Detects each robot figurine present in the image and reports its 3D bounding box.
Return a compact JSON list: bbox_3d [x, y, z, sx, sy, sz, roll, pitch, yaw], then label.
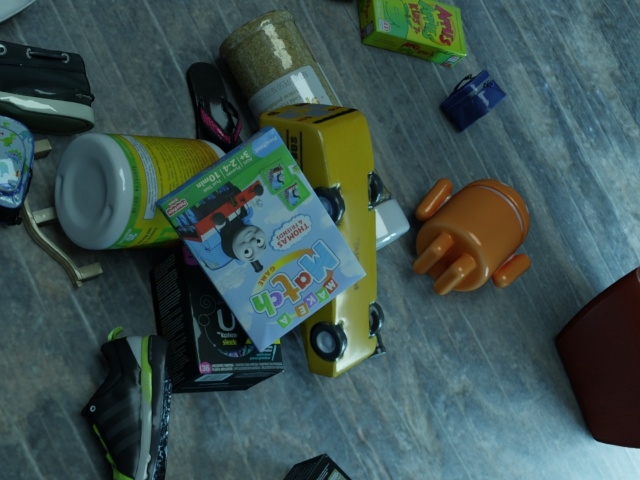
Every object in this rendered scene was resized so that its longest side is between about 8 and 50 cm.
[{"bbox_3d":[0.226,-0.011,1.640,0.219,0.158,0.128,-40,133,-39],"label":"robot figurine"}]

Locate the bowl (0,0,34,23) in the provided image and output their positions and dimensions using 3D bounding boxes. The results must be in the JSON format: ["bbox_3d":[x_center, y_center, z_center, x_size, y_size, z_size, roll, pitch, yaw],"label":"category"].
[{"bbox_3d":[-0.441,-0.320,1.369,0.142,0.053,0.142,52,51,-5],"label":"bowl"}]

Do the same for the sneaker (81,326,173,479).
[{"bbox_3d":[-0.228,0.218,1.278,0.097,0.084,0.235,2,68,2],"label":"sneaker"}]

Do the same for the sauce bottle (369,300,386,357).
[{"bbox_3d":[0.061,0.099,1.532,0.042,0.042,0.128,-5,71,-36],"label":"sauce bottle"}]

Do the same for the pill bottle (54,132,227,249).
[{"bbox_3d":[-0.189,-0.059,1.360,0.245,0.136,0.136,-2,71,-47],"label":"pill bottle"}]

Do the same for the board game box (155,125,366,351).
[{"bbox_3d":[-0.066,-0.001,1.287,0.160,0.039,0.211,-36,108,-10],"label":"board game box"}]

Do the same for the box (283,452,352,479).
[{"bbox_3d":[-0.010,0.378,1.337,0.147,0.077,0.180,46,51,-9],"label":"box"}]

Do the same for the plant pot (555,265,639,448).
[{"bbox_3d":[0.526,0.181,1.689,0.267,0.235,0.267,-11,76,-37],"label":"plant pot"}]

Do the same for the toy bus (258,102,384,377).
[{"bbox_3d":[0.000,0.000,1.417,0.108,0.130,0.333,-26,121,-51],"label":"toy bus"}]

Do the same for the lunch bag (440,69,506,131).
[{"bbox_3d":[0.243,-0.228,1.765,0.065,0.098,0.067,49,56,-3],"label":"lunch bag"}]

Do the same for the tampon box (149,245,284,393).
[{"bbox_3d":[-0.129,0.098,1.364,0.120,0.101,0.161,2,69,-34],"label":"tampon box"}]

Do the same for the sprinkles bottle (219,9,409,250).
[{"bbox_3d":[-0.010,-0.141,1.541,0.121,0.121,0.355,-25,85,-39],"label":"sprinkles bottle"}]

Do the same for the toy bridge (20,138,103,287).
[{"bbox_3d":[-0.325,-0.029,1.336,0.063,0.026,0.188,-18,81,-37],"label":"toy bridge"}]

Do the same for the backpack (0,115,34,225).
[{"bbox_3d":[-0.384,-0.091,1.280,0.105,0.084,0.114,15,60,-16],"label":"backpack"}]

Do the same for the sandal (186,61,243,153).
[{"bbox_3d":[-0.140,-0.169,1.515,0.067,0.040,0.179,-8,75,-37],"label":"sandal"}]

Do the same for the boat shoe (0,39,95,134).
[{"bbox_3d":[-0.417,-0.211,1.281,0.340,0.127,0.113,9,75,-34],"label":"boat shoe"}]

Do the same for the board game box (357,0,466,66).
[{"bbox_3d":[0.149,-0.349,1.790,0.181,0.043,0.092,8,65,-31],"label":"board game box"}]
